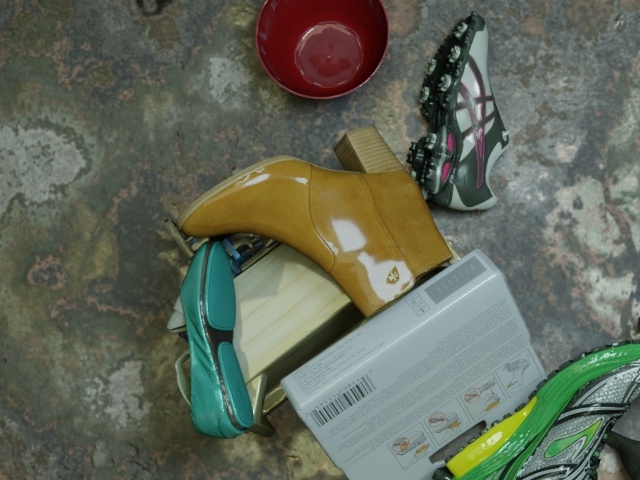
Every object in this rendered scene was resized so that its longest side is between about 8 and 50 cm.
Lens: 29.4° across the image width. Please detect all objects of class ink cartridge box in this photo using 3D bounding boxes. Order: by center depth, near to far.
[{"bbox_3d":[0.132,0.188,1.537,0.296,0.261,0.066,-33,40,-3],"label":"ink cartridge box"}]

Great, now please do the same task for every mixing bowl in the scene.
[{"bbox_3d":[0.006,-0.268,1.668,0.182,0.098,0.181,-1,80,5],"label":"mixing bowl"}]

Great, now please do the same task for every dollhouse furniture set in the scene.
[{"bbox_3d":[-0.129,-0.020,1.599,0.129,0.183,0.129,-38,78,-1],"label":"dollhouse furniture set"}]

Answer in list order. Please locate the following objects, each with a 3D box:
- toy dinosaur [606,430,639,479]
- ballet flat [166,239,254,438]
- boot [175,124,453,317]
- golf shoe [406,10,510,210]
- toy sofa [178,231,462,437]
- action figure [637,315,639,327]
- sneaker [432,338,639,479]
[{"bbox_3d":[0.471,0.281,1.496,0.314,0.121,0.160,16,60,14],"label":"toy dinosaur"},{"bbox_3d":[-0.145,0.122,1.484,0.087,0.083,0.247,-16,73,20],"label":"ballet flat"},{"bbox_3d":[0.000,0.000,1.443,0.295,0.104,0.211,-24,78,-19],"label":"boot"},{"bbox_3d":[0.196,-0.170,1.646,0.120,0.105,0.272,17,79,-18],"label":"golf shoe"},{"bbox_3d":[0.003,0.080,1.586,0.362,0.150,0.177,-38,74,-1],"label":"toy sofa"},{"bbox_3d":[0.603,0.160,1.458,0.276,0.248,0.370,-38,83,9],"label":"action figure"},{"bbox_3d":[0.314,0.252,1.517,0.343,0.134,0.146,-41,63,5],"label":"sneaker"}]
